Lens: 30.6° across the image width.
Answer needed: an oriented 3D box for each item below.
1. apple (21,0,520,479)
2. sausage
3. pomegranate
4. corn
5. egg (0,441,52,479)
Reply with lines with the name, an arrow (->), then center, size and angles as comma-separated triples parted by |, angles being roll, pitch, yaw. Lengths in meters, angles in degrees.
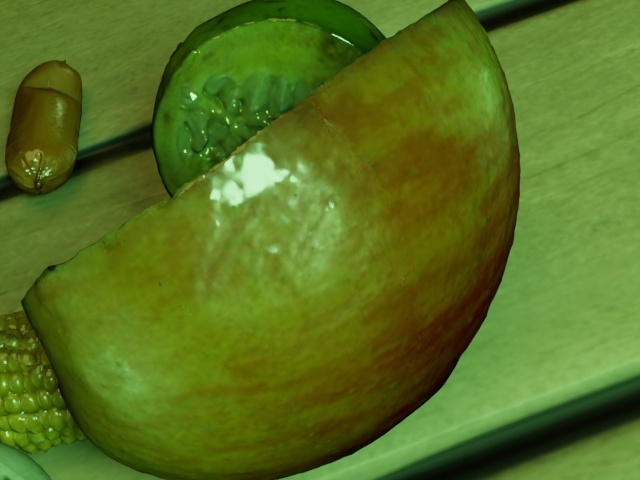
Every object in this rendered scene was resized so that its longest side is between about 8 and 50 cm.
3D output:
apple -> 0.000, 0.000, 0.686 | 0.346, 0.254, 0.179 | -37, 55, -16
sausage -> -0.241, -0.098, 1.020 | 0.062, 0.054, 0.183 | 11, 38, -18
pomegranate -> 0.002, -0.093, 0.850 | 0.241, 0.190, 0.159 | -9, 21, 10
corn -> -0.151, 0.081, 0.774 | 0.293, 0.106, 0.106 | -15, 43, 2
egg -> -0.220, 0.185, 0.662 | 0.131, 0.131, 0.164 | 23, 41, 34
